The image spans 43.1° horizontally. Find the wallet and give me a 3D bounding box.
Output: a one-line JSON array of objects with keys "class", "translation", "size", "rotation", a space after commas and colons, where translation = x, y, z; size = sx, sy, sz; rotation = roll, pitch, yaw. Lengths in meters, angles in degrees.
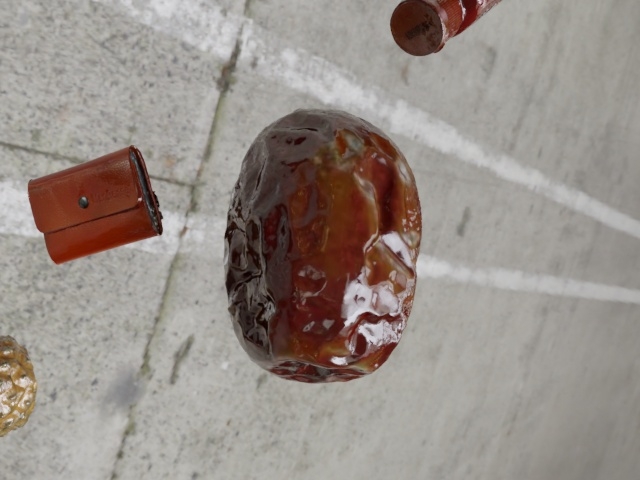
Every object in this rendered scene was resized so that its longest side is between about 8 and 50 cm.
[{"class": "wallet", "translation": [-0.349, -0.052, 1.246], "size": [0.045, 0.204, 0.142], "rotation": [-25, 99, -67]}]

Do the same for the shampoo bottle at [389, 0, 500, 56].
[{"class": "shampoo bottle", "translation": [0.191, -0.322, 1.038], "size": [0.314, 0.118, 0.076], "rotation": [-45, 109, -45]}]

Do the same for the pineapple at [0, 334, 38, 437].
[{"class": "pineapple", "translation": [-0.564, 0.199, 1.097], "size": [0.340, 0.169, 0.169], "rotation": [10, 98, -52]}]

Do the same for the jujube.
[{"class": "jujube", "translation": [0.001, -0.002, 1.096], "size": [0.276, 0.276, 0.377], "rotation": [38, 46, -60]}]
